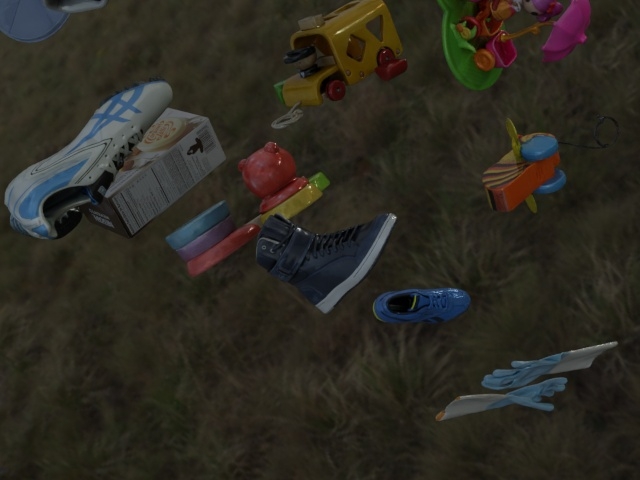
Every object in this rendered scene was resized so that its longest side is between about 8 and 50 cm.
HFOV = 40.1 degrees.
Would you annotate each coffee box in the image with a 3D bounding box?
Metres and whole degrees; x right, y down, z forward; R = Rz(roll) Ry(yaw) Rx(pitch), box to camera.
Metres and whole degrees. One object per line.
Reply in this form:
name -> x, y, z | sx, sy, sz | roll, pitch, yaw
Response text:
coffee box -> -0.314, -0.128, 1.589 | 0.141, 0.098, 0.246 | 19, 52, 42

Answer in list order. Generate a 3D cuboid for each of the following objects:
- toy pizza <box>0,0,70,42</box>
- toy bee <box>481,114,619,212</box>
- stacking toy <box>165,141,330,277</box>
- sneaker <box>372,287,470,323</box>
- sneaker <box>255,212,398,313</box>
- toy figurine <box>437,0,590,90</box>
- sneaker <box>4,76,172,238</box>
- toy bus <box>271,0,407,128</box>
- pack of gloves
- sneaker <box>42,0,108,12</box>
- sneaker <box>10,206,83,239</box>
toy pizza -> -0.467, -0.422, 1.421 | 0.201, 0.201, 0.032 | -36, -8, 24
toy bee -> 0.418, -0.150, 1.731 | 0.298, 0.195, 0.162 | -10, 19, -28
stacking toy -> -0.136, -0.077, 1.632 | 0.309, 0.130, 0.279 | -31, 7, 21
sneaker -> 0.210, 0.128, 1.739 | 0.082, 0.209, 0.069 | 143, 123, -71
sneaker -> -0.001, 0.001, 1.288 | 0.226, 0.163, 0.086 | -49, 7, 42
toy figurine -> 0.236, -0.267, 1.030 | 0.159, 0.173, 0.130 | 1, 39, 46
sneaker -> -0.256, -0.097, 1.023 | 0.237, 0.086, 0.085 | -45, -8, -12
toy bus -> 0.009, -0.252, 1.173 | 0.191, 0.104, 0.202 | -20, 21, 10
pack of gloves -> 0.320, 0.231, 1.338 | 0.195, 0.232, 0.046 | -56, 47, 50
sneaker -> -0.215, -0.334, 0.895 | 0.282, 0.102, 0.161 | -33, 58, 50
sneaker -> -0.484, -0.097, 1.702 | 0.122, 0.110, 0.283 | -2, 25, 37
